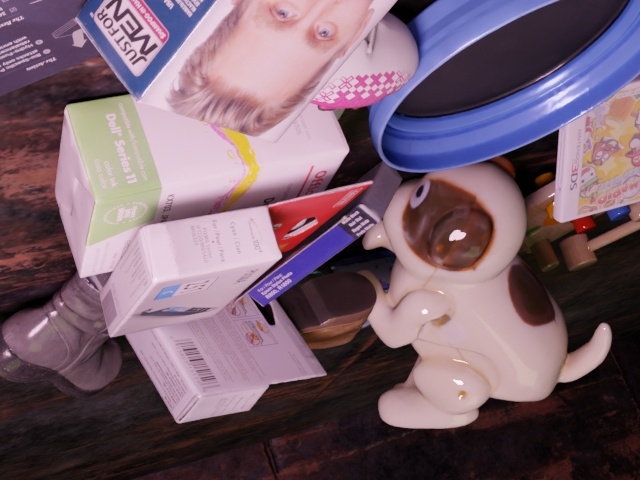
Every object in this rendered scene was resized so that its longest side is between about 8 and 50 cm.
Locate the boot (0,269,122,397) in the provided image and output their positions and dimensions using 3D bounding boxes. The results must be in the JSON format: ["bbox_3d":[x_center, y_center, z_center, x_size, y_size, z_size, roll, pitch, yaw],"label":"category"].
[{"bbox_3d":[-0.319,0.126,1.571,0.223,0.118,0.338,-35,167,8],"label":"boot"}]

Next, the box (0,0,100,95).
[{"bbox_3d":[-0.245,-0.192,0.797,0.156,0.093,0.158,-22,160,1],"label":"box"}]

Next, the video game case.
[{"bbox_3d":[0.454,-0.144,1.589,0.227,0.026,0.206,-15,122,-19],"label":"video game case"}]

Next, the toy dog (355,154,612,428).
[{"bbox_3d":[0.221,0.069,1.621,0.396,0.407,0.284,9,-139,33],"label":"toy dog"}]

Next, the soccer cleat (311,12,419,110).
[{"bbox_3d":[-0.012,-0.198,0.990,0.331,0.116,0.143,-6,155,-38],"label":"soccer cleat"}]

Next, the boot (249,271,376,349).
[{"bbox_3d":[-0.072,0.127,1.543,0.305,0.112,0.115,-5,141,-19],"label":"boot"}]

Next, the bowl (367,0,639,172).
[{"bbox_3d":[0.233,-0.212,1.259,0.391,0.077,0.391,-20,162,-7],"label":"bowl"}]

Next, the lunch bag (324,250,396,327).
[{"bbox_3d":[0.053,0.099,1.908,0.176,0.090,0.219,-10,158,-27],"label":"lunch bag"}]

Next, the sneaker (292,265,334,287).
[{"bbox_3d":[-0.077,0.131,1.799,0.262,0.125,0.104,-28,165,22],"label":"sneaker"}]

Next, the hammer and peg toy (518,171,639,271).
[{"bbox_3d":[0.448,-0.057,1.846,0.266,0.127,0.361,-32,159,23],"label":"hammer and peg toy"}]

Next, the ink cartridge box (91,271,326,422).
[{"bbox_3d":[-0.153,0.105,1.421,0.239,0.275,0.060,0,136,-50],"label":"ink cartridge box"}]

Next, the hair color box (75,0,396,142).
[{"bbox_3d":[0.001,-0.240,0.767,0.347,0.105,0.174,-48,152,20],"label":"hair color box"}]

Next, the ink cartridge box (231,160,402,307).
[{"bbox_3d":[0.000,0.000,1.451,0.223,0.045,0.224,-37,-172,28],"label":"ink cartridge box"}]

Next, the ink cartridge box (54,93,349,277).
[{"bbox_3d":[-0.106,-0.083,1.197,0.354,0.119,0.207,-14,160,-22],"label":"ink cartridge box"}]

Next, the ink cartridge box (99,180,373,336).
[{"bbox_3d":[-0.099,0.027,1.206,0.261,0.066,0.296,-12,169,-22],"label":"ink cartridge box"}]
